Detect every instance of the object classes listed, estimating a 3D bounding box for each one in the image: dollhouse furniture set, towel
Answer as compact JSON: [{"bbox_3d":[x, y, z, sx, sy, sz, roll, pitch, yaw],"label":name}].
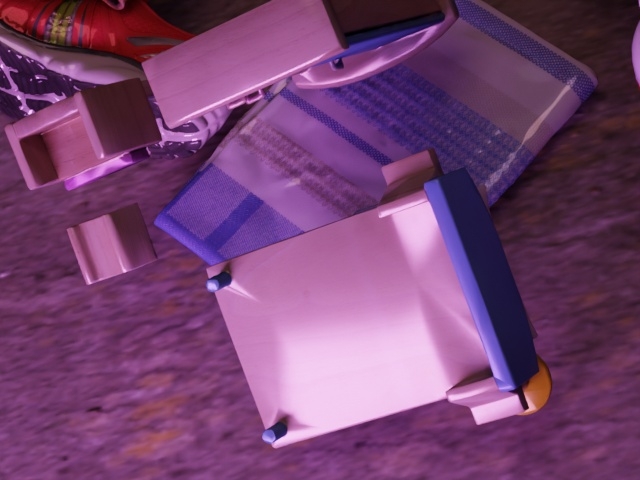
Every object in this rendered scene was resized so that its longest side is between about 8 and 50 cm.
[{"bbox_3d":[0.000,0.000,1.298,0.286,0.198,0.303,-21,91,29],"label":"dollhouse furniture set"},{"bbox_3d":[0.039,-0.065,1.379,0.209,0.034,0.285,35,77,31],"label":"towel"}]

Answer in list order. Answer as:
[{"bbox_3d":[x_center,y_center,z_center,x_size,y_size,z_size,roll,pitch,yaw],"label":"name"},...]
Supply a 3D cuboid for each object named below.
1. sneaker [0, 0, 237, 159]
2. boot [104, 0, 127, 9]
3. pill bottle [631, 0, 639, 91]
[{"bbox_3d":[-0.181,-0.150,1.484,0.279,0.107,0.118,23,59,20],"label":"sneaker"},{"bbox_3d":[-0.086,-0.295,1.460,0.096,0.264,0.280,-8,49,59],"label":"boot"},{"bbox_3d":[0.257,-0.102,1.223,0.108,0.193,0.108,-10,56,14],"label":"pill bottle"}]
